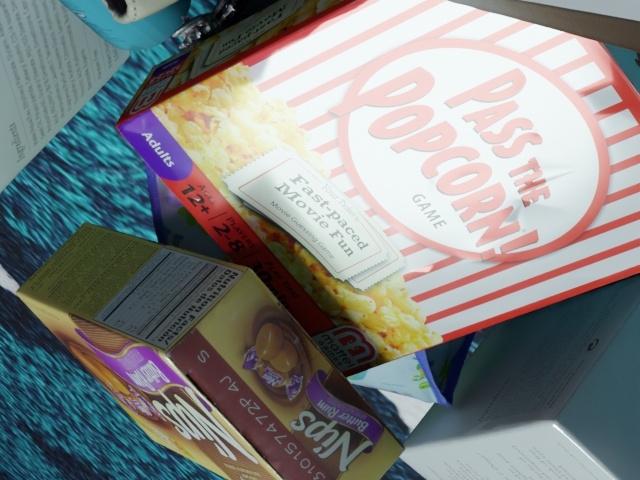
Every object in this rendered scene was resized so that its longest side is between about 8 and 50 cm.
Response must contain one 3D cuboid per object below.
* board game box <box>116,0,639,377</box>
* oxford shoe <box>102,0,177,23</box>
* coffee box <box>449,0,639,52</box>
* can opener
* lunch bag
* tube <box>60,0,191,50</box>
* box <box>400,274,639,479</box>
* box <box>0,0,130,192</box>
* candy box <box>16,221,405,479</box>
[{"bbox_3d":[0.041,-0.036,0.662,0.193,0.045,0.147,-24,117,37],"label":"board game box"},{"bbox_3d":[-0.163,-0.228,0.594,0.397,0.146,0.140,36,159,11],"label":"oxford shoe"},{"bbox_3d":[0.070,-0.127,0.408,0.246,0.141,0.098,23,153,40],"label":"coffee box"},{"bbox_3d":[-0.049,-0.074,0.832,0.073,0.059,0.186,45,159,-12],"label":"can opener"},{"bbox_3d":[0.000,0.000,0.810,0.129,0.096,0.151,10,158,23],"label":"lunch bag"},{"bbox_3d":[-0.117,-0.137,0.734,0.080,0.052,0.207,56,-172,21],"label":"tube"},{"bbox_3d":[0.136,0.100,0.815,0.130,0.091,0.170,43,159,-8],"label":"box"},{"bbox_3d":[-0.206,-0.145,0.875,0.181,0.119,0.182,34,158,16],"label":"box"},{"bbox_3d":[-0.053,0.054,0.771,0.109,0.053,0.187,50,164,-24],"label":"candy box"}]
